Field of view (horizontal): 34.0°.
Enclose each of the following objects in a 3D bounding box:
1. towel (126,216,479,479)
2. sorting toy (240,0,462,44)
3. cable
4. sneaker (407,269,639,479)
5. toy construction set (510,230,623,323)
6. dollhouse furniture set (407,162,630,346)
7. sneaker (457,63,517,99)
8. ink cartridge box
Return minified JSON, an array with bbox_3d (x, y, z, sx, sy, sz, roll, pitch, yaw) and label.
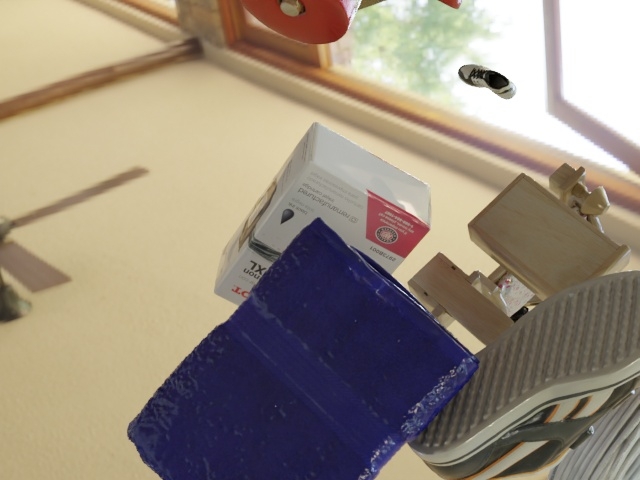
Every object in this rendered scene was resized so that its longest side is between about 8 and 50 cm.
[{"bbox_3d":[-0.020,0.159,1.069,0.308,0.227,0.076,-47,173,-2],"label":"towel"},{"bbox_3d":[-0.006,-0.232,0.673,0.257,0.255,0.089,-5,-125,52],"label":"sorting toy"},{"bbox_3d":[0.438,0.306,1.535,0.089,0.257,0.257,34,-159,31],"label":"cable"},{"bbox_3d":[0.246,0.151,1.107,0.321,0.127,0.126,-30,-136,8],"label":"sneaker"},{"bbox_3d":[0.458,0.100,1.804,0.237,0.257,0.309,-14,-133,32],"label":"toy construction set"},{"bbox_3d":[0.302,0.087,1.437,0.303,0.355,0.174,-42,-119,-10],"label":"dollhouse furniture set"},{"bbox_3d":[0.207,-0.205,1.306,0.083,0.037,0.032,26,-94,27],"label":"sneaker"},{"bbox_3d":[0.000,0.000,1.291,0.172,0.237,0.100,28,-146,-15],"label":"ink cartridge box"}]
